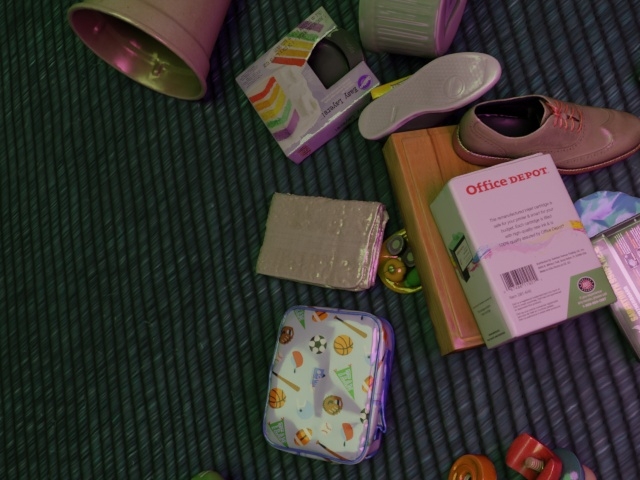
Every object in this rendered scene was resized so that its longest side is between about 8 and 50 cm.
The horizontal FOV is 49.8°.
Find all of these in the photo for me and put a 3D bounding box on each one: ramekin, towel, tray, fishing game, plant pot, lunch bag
[{"bbox_3d":[0.196,-0.500,1.333,0.148,0.303,0.303,18,86,16],"label":"ramekin"},{"bbox_3d":[0.000,0.000,1.428,0.282,0.049,0.187,9,82,31],"label":"towel"},{"bbox_3d":[0.268,-0.014,1.271,0.202,0.076,0.411,-10,74,-14],"label":"tray"},{"bbox_3d":[0.520,0.005,1.241,0.264,0.041,0.189,-2,87,15],"label":"fishing game"},{"bbox_3d":[-0.344,-0.539,1.558,0.333,0.334,0.305,19,76,24],"label":"plant pot"},{"bbox_3d":[0.024,0.282,1.342,0.243,0.115,0.303,5,81,20],"label":"lunch bag"}]

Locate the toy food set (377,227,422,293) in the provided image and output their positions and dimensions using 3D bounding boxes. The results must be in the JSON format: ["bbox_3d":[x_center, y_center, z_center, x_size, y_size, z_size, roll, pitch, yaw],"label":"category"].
[{"bbox_3d":[0.200,0.014,1.345,0.218,0.071,0.128,-33,70,12],"label":"toy food set"}]

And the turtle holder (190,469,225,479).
[{"bbox_3d":[-0.196,0.596,1.299,0.320,0.243,0.227,37,111,14],"label":"turtle holder"}]

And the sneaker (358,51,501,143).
[{"bbox_3d":[0.230,-0.263,1.335,0.295,0.147,0.105,-23,70,34],"label":"sneaker"}]

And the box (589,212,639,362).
[{"bbox_3d":[0.573,0.069,1.174,0.183,0.056,0.231,-29,79,11],"label":"box"}]

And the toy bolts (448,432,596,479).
[{"bbox_3d":[0.359,0.441,1.194,0.228,0.158,0.218,-57,26,13],"label":"toy bolts"}]

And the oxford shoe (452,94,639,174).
[{"bbox_3d":[0.419,-0.195,1.230,0.348,0.130,0.123,-4,72,-2],"label":"oxford shoe"}]

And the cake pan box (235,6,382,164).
[{"bbox_3d":[-0.020,-0.340,1.506,0.267,0.070,0.246,-36,71,11],"label":"cake pan box"}]

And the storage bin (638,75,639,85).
[{"bbox_3d":[0.640,-0.293,1.227,0.135,0.098,0.091,40,106,23],"label":"storage bin"}]

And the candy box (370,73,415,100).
[{"bbox_3d":[0.213,-0.310,1.386,0.205,0.105,0.027,-16,78,18],"label":"candy box"}]

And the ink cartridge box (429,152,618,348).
[{"bbox_3d":[0.336,0.016,1.172,0.201,0.117,0.278,-16,75,-15],"label":"ink cartridge box"}]
